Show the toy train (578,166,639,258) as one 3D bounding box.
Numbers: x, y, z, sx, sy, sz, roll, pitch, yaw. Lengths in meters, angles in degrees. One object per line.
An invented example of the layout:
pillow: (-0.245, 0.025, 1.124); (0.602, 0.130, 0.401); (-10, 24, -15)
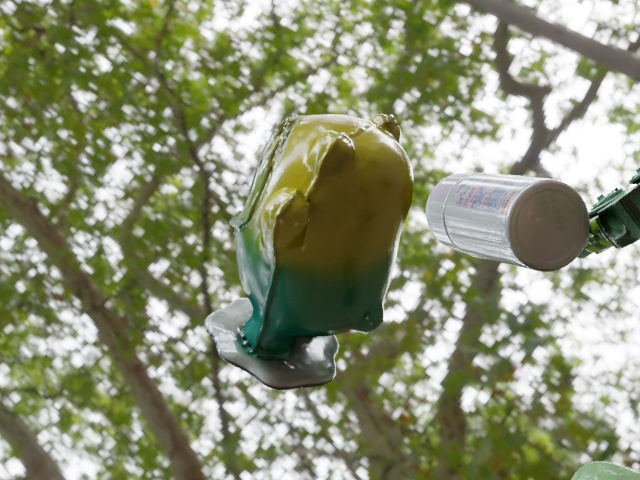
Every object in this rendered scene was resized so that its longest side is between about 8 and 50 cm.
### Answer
toy train: (0.418, -0.031, 1.801); (0.132, 0.083, 0.200); (-33, -6, -25)

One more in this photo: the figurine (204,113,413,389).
figurine: (0.000, 0.000, 1.610); (0.323, 0.231, 0.340); (-30, -34, -56)

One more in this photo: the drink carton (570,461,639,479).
drink carton: (0.346, 0.354, 1.559); (0.142, 0.146, 0.144); (-60, -14, -54)

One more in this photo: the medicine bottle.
medicine bottle: (0.260, -0.035, 1.895); (0.130, 0.341, 0.130); (-2, -84, -18)
